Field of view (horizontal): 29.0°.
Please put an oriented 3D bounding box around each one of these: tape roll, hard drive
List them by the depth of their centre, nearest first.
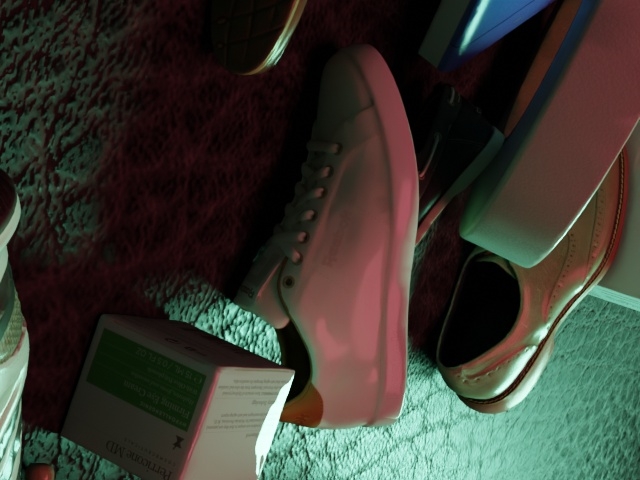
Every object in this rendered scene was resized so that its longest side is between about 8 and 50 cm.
[{"bbox_3d":[0.202,-0.296,0.997,0.210,0.040,0.319,-37,162,-38],"label":"hard drive"},{"bbox_3d":[0.235,-0.162,1.090,0.392,0.072,0.392,25,90,-90],"label":"tape roll"}]

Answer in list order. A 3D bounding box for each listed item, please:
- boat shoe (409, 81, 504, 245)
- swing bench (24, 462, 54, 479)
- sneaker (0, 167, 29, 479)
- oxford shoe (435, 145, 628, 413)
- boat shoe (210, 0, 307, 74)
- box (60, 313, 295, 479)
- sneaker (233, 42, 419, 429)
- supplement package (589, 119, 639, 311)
[{"bbox_3d":[0.059,-0.038,1.042,0.079,0.084,0.233,49,66,-17],"label":"boat shoe"},{"bbox_3d":[-0.100,0.290,0.852,0.253,0.165,0.255,9,101,-63],"label":"swing bench"},{"bbox_3d":[-0.259,0.170,0.469,0.447,0.169,0.258,-44,142,-45],"label":"sneaker"},{"bbox_3d":[0.230,0.014,1.324,0.130,0.123,0.348,41,71,-56],"label":"oxford shoe"},{"bbox_3d":[-0.018,-0.188,0.784,0.060,0.064,0.178,8,99,-61],"label":"boat shoe"},{"bbox_3d":[-0.092,0.106,0.809,0.102,0.101,0.087,12,98,-61],"label":"box"},{"bbox_3d":[0.000,0.000,0.912,0.123,0.106,0.290,-2,95,-20],"label":"sneaker"},{"bbox_3d":[0.375,-0.058,1.446,0.145,0.204,0.262,27,83,-63],"label":"supplement package"}]
